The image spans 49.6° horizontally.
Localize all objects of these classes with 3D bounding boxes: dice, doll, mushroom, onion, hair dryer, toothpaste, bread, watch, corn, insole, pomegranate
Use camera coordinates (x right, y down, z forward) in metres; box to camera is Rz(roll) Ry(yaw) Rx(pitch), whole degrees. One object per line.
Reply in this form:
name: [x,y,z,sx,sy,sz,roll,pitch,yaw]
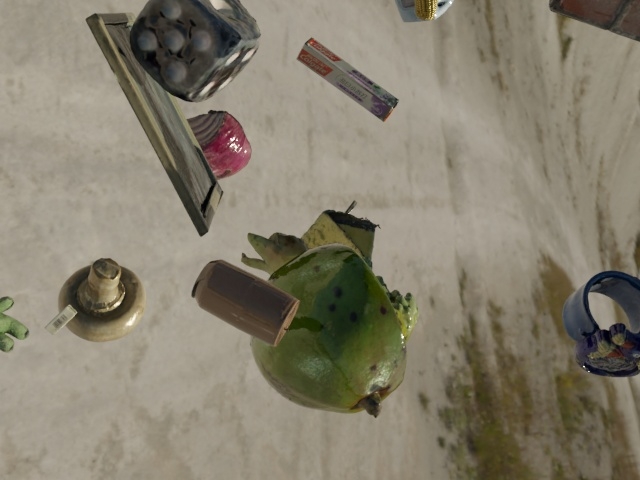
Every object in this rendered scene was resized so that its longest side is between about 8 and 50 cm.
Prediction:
dice: [-0.238,-0.386,1.330,0.181,0.183,0.182,48,26,0]
doll: [-0.648,0.155,1.351,0.150,0.077,0.115,46,57,-5]
mushroom: [-0.517,0.144,1.677,0.206,0.209,0.207,17,64,-38]
onion: [-0.334,-0.247,2.040,0.111,0.250,0.248,-94,167,-44]
hair dryer: [-0.085,0.086,0.848,0.064,0.117,0.182,-62,172,-14]
toothpaste: [0.048,-0.285,1.239,0.196,0.047,0.040,36,43,0]
bread: [0.032,0.022,1.398,0.152,0.147,0.127,26,45,-10]
watch: [0.605,0.168,1.409,0.196,0.171,0.200,17,58,-12]
corn: [0.153,-0.368,1.005,0.037,0.037,0.092,-47,139,-64]
insole: [0.000,0.000,1.679,0.012,0.309,0.110,41,47,-2]
pomegranate: [-0.002,0.111,1.051,0.340,0.260,0.260,44,7,30]

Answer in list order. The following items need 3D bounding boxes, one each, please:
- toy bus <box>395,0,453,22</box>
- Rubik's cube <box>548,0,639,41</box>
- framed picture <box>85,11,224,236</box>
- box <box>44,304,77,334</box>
toy bus: [0.160,-0.550,1.253,0.330,0.109,0.136,56,46,-46]
Rubik's cube: [0.521,-0.454,0.860,0.344,0.344,0.337,112,0,-52]
framed picture: [-0.320,-0.249,1.416,0.326,0.028,0.446,-101,166,-71]
box: [-0.483,0.147,1.289,0.024,0.054,0.083,45,-13,-10]
